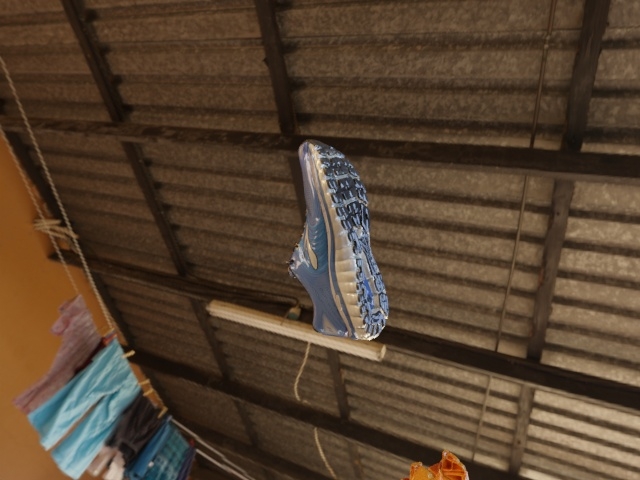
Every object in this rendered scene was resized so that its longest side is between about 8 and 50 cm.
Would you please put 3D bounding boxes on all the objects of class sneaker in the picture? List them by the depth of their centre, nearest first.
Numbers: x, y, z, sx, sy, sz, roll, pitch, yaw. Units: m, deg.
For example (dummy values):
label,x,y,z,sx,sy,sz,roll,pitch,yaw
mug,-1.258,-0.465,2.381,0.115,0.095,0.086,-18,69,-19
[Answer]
label,x,y,z,sx,sy,sz,roll,pitch,yaw
sneaker,0.000,0.000,0.780,0.147,0.129,0.330,-13,-96,30

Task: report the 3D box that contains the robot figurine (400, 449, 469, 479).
label,x,y,z,sx,sy,sz,roll,pitch,yaw
robot figurine,0.211,0.343,0.488,0.291,0.085,0.211,30,5,34
